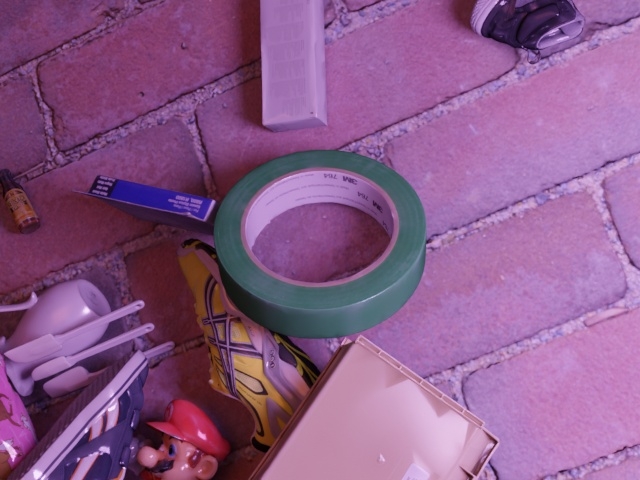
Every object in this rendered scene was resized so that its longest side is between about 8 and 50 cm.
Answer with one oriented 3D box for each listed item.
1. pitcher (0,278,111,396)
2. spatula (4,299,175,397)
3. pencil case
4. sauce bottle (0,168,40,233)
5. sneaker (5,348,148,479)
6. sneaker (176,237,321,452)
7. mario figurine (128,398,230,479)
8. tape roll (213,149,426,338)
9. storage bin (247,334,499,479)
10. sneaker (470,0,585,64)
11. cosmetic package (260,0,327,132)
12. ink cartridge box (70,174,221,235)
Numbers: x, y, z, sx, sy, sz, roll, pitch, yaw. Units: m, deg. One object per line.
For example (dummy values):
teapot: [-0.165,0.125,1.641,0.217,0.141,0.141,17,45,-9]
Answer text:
pitcher: [-0.474,0.142,1.909,0.207,0.178,0.125,-37,29,13]
spatula: [-0.372,0.181,1.874,0.242,0.168,0.019,-23,46,6]
pencil case: [-0.512,0.347,1.825,0.167,0.160,0.386,-25,93,40]
sauce bottle: [-0.547,-0.072,2.043,0.042,0.042,0.128,-38,70,10]
sneaker: [-0.355,0.317,1.788,0.127,0.321,0.126,48,142,-13]
sneaker: [-0.133,0.160,1.792,0.147,0.145,0.385,-39,68,8]
mario figurine: [-0.255,0.406,1.774,0.198,0.170,0.321,9,85,16]
tape roll: [0.000,0.000,1.724,0.321,0.077,0.321,-2,50,2]
storage bin: [0.076,0.314,1.628,0.260,0.123,0.262,35,77,0]
sneaker: [0.363,-0.399,1.747,0.153,0.101,0.268,41,101,21]
cosmetic package: [-0.044,-0.305,1.895,0.099,0.060,0.239,-6,78,21]
ink cartridge box: [-0.251,-0.057,1.834,0.223,0.224,0.045,12,84,21]
